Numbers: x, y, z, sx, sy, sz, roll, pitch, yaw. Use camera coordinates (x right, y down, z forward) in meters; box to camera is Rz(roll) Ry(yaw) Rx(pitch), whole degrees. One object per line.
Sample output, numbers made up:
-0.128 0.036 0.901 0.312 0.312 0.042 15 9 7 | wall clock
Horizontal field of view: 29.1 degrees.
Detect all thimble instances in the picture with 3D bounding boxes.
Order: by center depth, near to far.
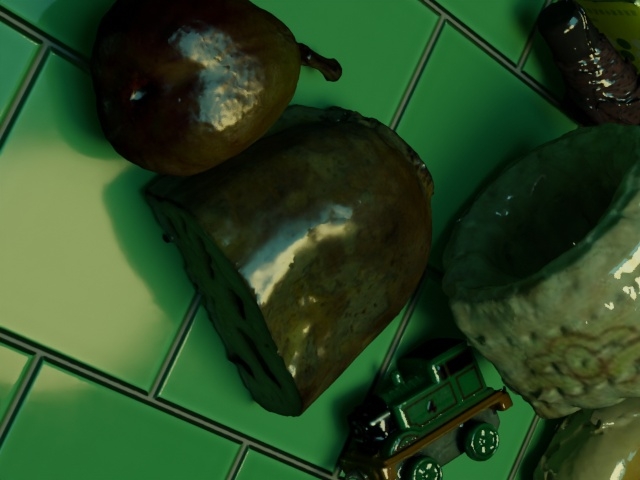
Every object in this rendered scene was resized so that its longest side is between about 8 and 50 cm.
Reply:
0.276 0.032 1.305 0.291 0.291 0.195 -49 113 -18 | thimble

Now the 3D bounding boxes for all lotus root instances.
0.014 0.003 1.203 0.260 0.149 0.267 -37 119 -23 | lotus root

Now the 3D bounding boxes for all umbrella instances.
0.343 -0.150 1.422 0.090 0.094 0.326 -41 127 3 | umbrella

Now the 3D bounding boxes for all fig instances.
-0.075 -0.154 1.127 0.274 0.146 0.170 -15 105 -43 | fig

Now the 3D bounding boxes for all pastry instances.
0.373 0.306 1.502 0.265 0.133 0.264 -7 102 -36 | pastry

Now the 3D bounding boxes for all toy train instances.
0.109 0.190 1.335 0.228 0.091 0.136 -24 100 -28 | toy train

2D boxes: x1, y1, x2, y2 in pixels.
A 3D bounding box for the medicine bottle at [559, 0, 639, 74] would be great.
0.408 -0.245 1.432 0.250 0.137 0.141 44 73 -30 | medicine bottle
